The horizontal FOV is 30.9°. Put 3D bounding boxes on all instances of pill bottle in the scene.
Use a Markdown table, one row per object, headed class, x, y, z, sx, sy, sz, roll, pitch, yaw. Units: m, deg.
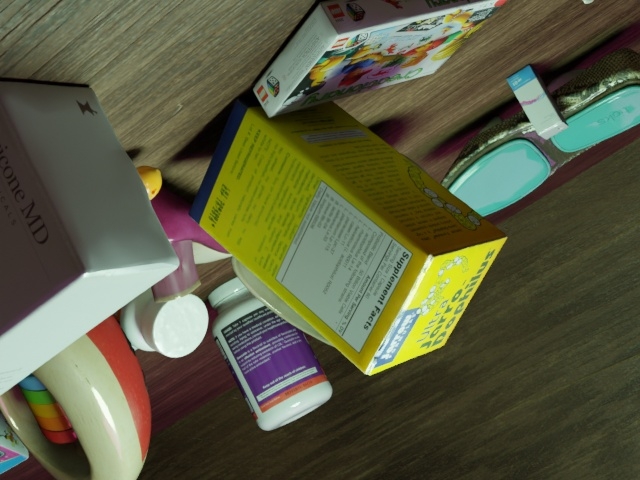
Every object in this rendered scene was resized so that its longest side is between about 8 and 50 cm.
| class | x | y | z | sx | sy | sz | roll | pitch | yaw |
| --- | --- | --- | --- | --- | --- | --- | --- | --- | --- |
| pill bottle | -0.279 | 0.102 | 1.803 | 0.121 | 0.121 | 0.221 | -20 | -155 | -37 |
| pill bottle | -0.119 | 0.237 | 2.522 | 0.181 | 0.323 | 0.181 | -27 | 169 | -6 |

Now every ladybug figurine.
| class | x | y | z | sx | sy | sz | roll | pitch | yaw |
| --- | --- | --- | --- | --- | --- | --- | --- | --- | --- |
| ladybug figurine | -0.382 | 0.205 | 1.756 | 0.162 | 0.305 | 0.449 | -45 | 139 | -34 |

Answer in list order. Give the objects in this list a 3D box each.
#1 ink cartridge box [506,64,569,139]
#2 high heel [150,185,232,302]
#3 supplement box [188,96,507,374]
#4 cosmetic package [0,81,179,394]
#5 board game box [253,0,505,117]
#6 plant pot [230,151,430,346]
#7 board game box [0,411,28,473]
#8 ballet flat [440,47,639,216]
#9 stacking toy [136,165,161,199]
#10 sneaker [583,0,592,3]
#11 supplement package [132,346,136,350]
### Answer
| class | x | y | z | sx | sy | sz | roll | pitch | yaw |
| --- | --- | --- | --- | --- | --- | --- | --- | --- | --- |
| ink cartridge box | 0.396 | -0.249 | 2.107 | 0.052 | 0.122 | 0.088 | -32 | 168 | 17 |
| high heel | -0.206 | -0.043 | 1.756 | 0.127 | 0.181 | 0.377 | -13 | -168 | 5 |
| supplement box | 0.031 | -0.021 | 1.547 | 0.195 | 0.356 | 0.194 | -13 | 137 | -51 |
| cosmetic package | -0.397 | 0.045 | 1.272 | 0.453 | 0.230 | 0.161 | -35 | 166 | 27 |
| board game box | 0.080 | -0.258 | 1.501 | 0.305 | 0.053 | 0.193 | -20 | 166 | -36 |
| plant pot | 0.055 | -0.002 | 1.942 | 0.280 | 0.323 | 0.323 | -60 | 180 | -21 |
| board game box | -0.658 | 0.314 | 1.866 | 0.224 | 0.098 | 0.303 | -30 | 143 | 16 |
| ballet flat | 0.426 | -0.212 | 2.247 | 0.482 | 0.182 | 0.164 | -32 | 128 | 20 |
| stacking toy | -0.330 | 0.000 | 1.495 | 0.302 | 0.166 | 0.175 | -40 | 152 | -3 |
| sneaker | 0.395 | -0.397 | 1.556 | 0.069 | 0.084 | 0.185 | -22 | 167 | -27 |
| supplement package | -0.446 | 0.183 | 1.997 | 0.244 | 0.134 | 0.139 | -35 | 167 | 30 |
